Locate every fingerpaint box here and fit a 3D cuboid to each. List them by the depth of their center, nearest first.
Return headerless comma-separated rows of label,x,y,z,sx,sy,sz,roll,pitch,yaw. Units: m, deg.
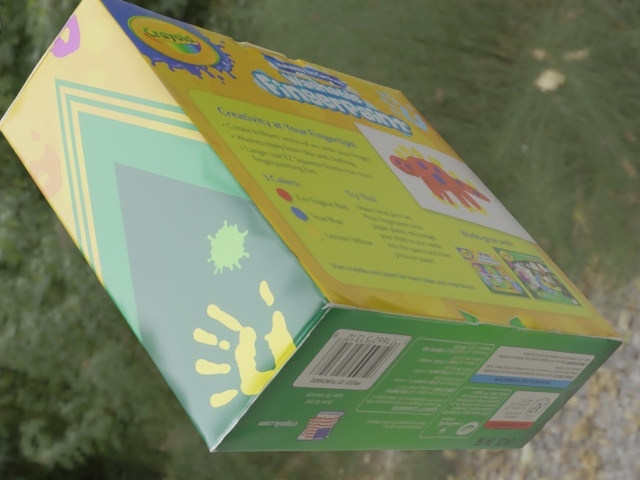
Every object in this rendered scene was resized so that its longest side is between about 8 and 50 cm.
fingerpaint box,0.000,0.000,1.259,0.163,0.445,0.371,-51,58,21
